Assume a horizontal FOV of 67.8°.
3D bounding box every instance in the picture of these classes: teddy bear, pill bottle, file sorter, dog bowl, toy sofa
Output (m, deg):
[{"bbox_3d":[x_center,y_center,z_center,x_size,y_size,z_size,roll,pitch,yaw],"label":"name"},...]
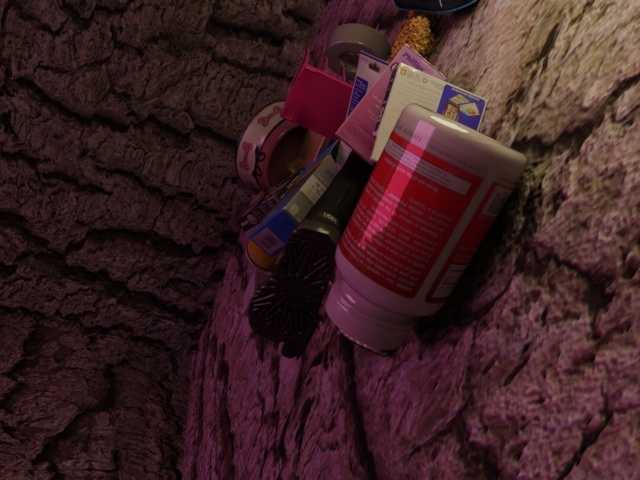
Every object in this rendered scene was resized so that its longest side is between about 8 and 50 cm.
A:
[{"bbox_3d":[0.248,-0.554,1.361,0.245,0.113,0.338,-118,49,-69],"label":"teddy bear"},{"bbox_3d":[0.167,-0.015,0.865,0.229,0.228,0.408,-110,42,-63],"label":"pill bottle"},{"bbox_3d":[-0.171,-0.012,1.936,0.334,0.187,0.188,135,149,-54],"label":"pill bottle"},{"bbox_3d":[0.041,-0.488,1.623,0.182,0.290,0.202,-86,22,-45],"label":"file sorter"},{"bbox_3d":[-0.160,-0.372,2.015,0.150,0.407,0.408,34,110,27],"label":"dog bowl"},{"bbox_3d":[0.018,-0.407,1.890,0.150,0.177,0.363,44,116,43],"label":"toy sofa"}]

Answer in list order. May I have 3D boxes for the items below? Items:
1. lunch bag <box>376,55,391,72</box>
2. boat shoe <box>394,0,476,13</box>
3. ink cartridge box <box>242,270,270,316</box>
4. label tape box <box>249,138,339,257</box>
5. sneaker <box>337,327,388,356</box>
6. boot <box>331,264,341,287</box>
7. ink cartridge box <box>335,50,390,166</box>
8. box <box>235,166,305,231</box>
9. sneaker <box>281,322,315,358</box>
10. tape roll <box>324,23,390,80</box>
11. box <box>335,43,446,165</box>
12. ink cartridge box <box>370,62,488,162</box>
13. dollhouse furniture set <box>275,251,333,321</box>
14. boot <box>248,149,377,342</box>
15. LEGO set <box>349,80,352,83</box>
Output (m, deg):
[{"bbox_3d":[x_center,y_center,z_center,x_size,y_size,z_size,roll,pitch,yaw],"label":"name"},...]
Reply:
[{"bbox_3d":[0.218,-0.554,1.545,0.071,0.053,0.083,-51,17,44],"label":"lunch bag"},{"bbox_3d":[0.279,-0.633,1.201,0.258,0.089,0.109,14,66,39],"label":"boat shoe"},{"bbox_3d":[-0.189,0.217,1.779,0.128,0.176,0.127,-100,34,-57],"label":"ink cartridge box"},{"bbox_3d":[-0.046,-0.126,1.450,0.240,0.106,0.334,-30,20,54],"label":"label tape box"},{"bbox_3d":[0.099,0.167,1.108,0.110,0.107,0.275,-56,21,14],"label":"sneaker"},{"bbox_3d":[0.093,0.066,1.250,0.106,0.082,0.219,176,114,-74],"label":"boot"},{"bbox_3d":[0.140,-0.345,1.349,0.165,0.065,0.333,49,136,45],"label":"ink cartridge box"},{"bbox_3d":[-0.178,-0.156,1.819,0.270,0.060,0.216,-25,19,46],"label":"box"},{"bbox_3d":[-0.064,0.301,1.541,0.188,0.066,0.071,-57,5,24],"label":"sneaker"},{"bbox_3d":[0.125,-0.636,1.628,0.219,0.219,0.072,162,124,-68],"label":"tape roll"},{"bbox_3d":[0.172,-0.315,1.131,0.243,0.117,0.213,-50,-1,20],"label":"box"},{"bbox_3d":[0.216,-0.224,0.970,0.045,0.206,0.209,177,112,-78],"label":"ink cartridge box"},{"bbox_3d":[-0.009,0.106,1.499,0.242,0.160,0.212,47,120,45],"label":"dollhouse furniture set"},{"bbox_3d":[0.001,-0.001,1.196,0.367,0.146,0.445,-57,4,35],"label":"boot"},{"bbox_3d":[0.134,-0.663,1.960,0.054,0.023,0.083,-88,11,-48],"label":"LEGO set"}]
